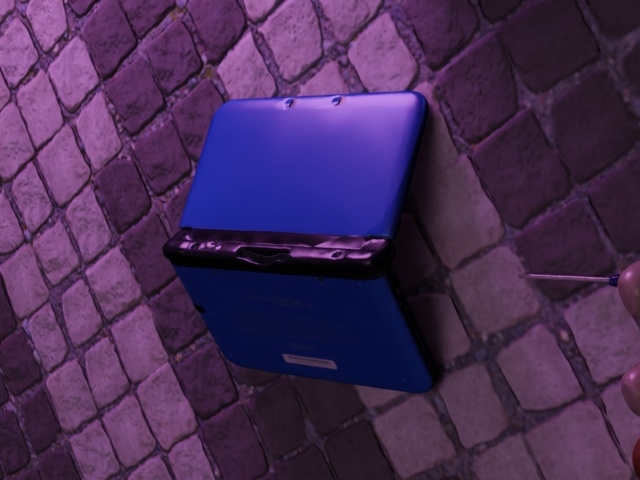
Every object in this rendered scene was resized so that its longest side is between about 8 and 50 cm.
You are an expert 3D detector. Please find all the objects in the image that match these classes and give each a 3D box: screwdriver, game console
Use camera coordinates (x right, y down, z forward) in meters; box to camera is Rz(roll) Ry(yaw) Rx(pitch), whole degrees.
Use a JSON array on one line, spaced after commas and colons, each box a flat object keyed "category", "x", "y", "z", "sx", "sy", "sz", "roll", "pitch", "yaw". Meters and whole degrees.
[{"category": "screwdriver", "x": 0.240, "y": 0.037, "z": 1.094, "sx": 0.170, "sy": 0.024, "sz": 0.025, "roll": -5, "pitch": 65, "yaw": 44}, {"category": "game console", "x": 0.000, "y": 0.000, "z": 1.297, "sx": 0.293, "sy": 0.173, "sz": 0.250, "roll": 4, "pitch": 130, "yaw": 42}]

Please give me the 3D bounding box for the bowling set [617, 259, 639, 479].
[{"category": "bowling set", "x": 0.328, "y": 0.125, "z": 0.975, "sx": 0.200, "sy": 0.154, "sz": 0.287, "roll": 120, "pitch": 127, "yaw": -77}]
